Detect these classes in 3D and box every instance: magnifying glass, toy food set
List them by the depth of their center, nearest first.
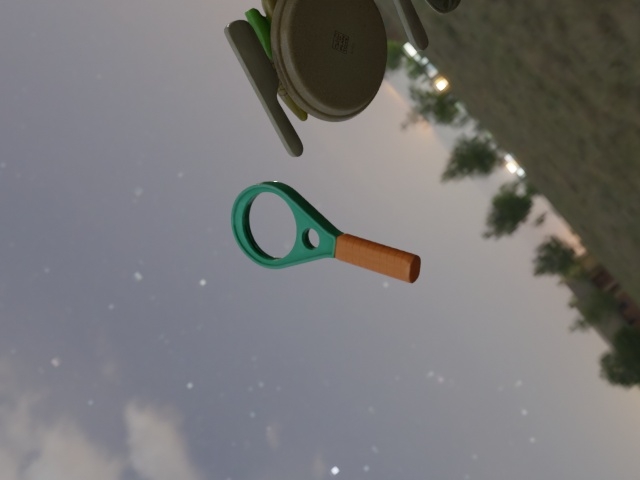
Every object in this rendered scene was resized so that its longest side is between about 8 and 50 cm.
[{"bbox_3d":[0.002,-0.159,0.936,0.038,0.192,0.132,0,123,48],"label":"toy food set"},{"bbox_3d":[0.000,0.000,1.201,0.231,0.092,0.026,17,-159,32],"label":"magnifying glass"}]

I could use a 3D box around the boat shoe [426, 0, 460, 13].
[{"bbox_3d":[0.127,-0.354,1.463,0.153,0.056,0.048,54,-172,-21],"label":"boat shoe"}]
